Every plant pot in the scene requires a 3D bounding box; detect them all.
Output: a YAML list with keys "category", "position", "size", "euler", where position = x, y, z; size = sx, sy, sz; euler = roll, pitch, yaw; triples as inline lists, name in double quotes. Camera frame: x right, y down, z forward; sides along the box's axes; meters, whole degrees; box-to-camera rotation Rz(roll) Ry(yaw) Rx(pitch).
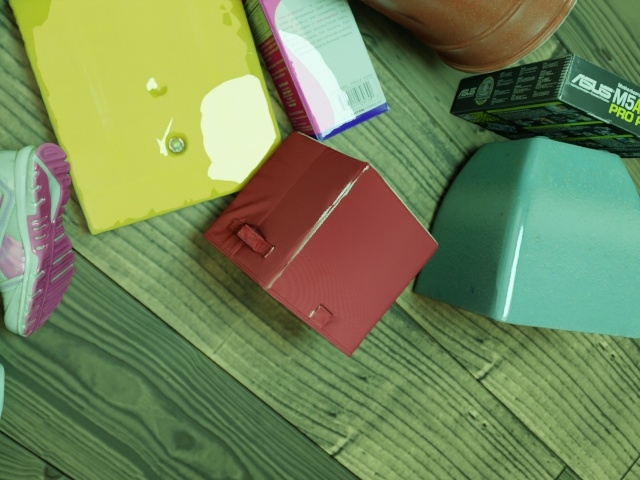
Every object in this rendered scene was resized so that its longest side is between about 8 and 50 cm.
- category: "plant pot"
  position: [0.316, -0.014, 0.942]
  size: [0.246, 0.248, 0.253]
  euler: [9, 92, -18]
- category: "plant pot"
  position: [0.141, -0.373, 0.781]
  size: [0.265, 0.272, 0.273]
  euler: [8, 95, -39]

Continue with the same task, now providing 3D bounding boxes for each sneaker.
- category: "sneaker"
  position: [-0.383, -0.003, 0.807]
  size: [0.111, 0.103, 0.253]
  euler: [9, 104, 6]

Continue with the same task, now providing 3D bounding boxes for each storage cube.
- category: "storage cube"
  position: [0.000, 0.000, 0.848]
  size: [0.193, 0.183, 0.215]
  euler: [-50, 129, -6]

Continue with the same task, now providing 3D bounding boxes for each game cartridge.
- category: "game cartridge"
  position: [-0.217, -0.201, 0.856]
  size: [0.285, 0.052, 0.324]
  euler: [-18, 100, -14]

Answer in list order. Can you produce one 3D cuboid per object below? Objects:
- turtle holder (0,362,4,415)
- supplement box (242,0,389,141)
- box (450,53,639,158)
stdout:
- category: "turtle holder"
  position: [-0.523, 0.160, 0.712]
  size: [0.320, 0.227, 0.244]
  euler: [4, 97, -17]
- category: "supplement box"
  position: [-0.011, -0.256, 0.875]
  size: [0.111, 0.114, 0.220]
  euler: [-26, 105, -12]
- category: "box"
  position: [0.345, -0.178, 0.912]
  size: [0.216, 0.270, 0.060]
  euler: [19, 91, -18]
